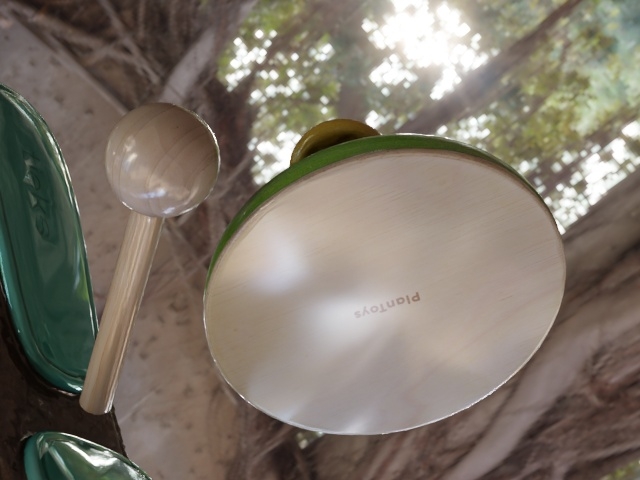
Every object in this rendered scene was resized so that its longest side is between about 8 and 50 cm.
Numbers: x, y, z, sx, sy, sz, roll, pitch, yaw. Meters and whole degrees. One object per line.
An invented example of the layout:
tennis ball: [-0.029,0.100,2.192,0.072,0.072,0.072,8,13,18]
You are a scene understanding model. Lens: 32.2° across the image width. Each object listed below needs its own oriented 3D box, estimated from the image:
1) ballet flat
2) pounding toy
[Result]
ballet flat: [-0.176,0.121,0.602,0.483,0.182,0.164,62,-169,30]
pounding toy: [0.000,0.000,0.580,0.236,0.183,0.110,5,-145,-15]
